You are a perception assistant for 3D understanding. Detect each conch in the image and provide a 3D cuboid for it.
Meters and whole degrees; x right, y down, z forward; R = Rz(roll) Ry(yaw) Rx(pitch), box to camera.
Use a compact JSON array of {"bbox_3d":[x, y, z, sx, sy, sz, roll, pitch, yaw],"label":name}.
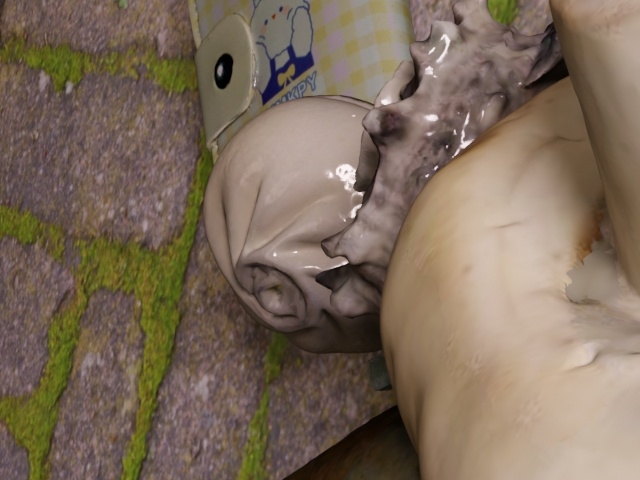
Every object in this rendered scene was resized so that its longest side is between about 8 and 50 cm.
[{"bbox_3d":[0.112,-0.058,0.878,0.313,0.240,0.186,-35,64,28],"label":"conch"}]

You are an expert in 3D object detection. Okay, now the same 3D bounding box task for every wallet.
[{"bbox_3d":[-0.012,-0.139,1.228,0.223,0.077,0.310,-31,56,42],"label":"wallet"}]

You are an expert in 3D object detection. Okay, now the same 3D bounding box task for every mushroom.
[{"bbox_3d":[0.164,0.040,0.651,0.325,0.353,0.353,-31,55,47],"label":"mushroom"}]

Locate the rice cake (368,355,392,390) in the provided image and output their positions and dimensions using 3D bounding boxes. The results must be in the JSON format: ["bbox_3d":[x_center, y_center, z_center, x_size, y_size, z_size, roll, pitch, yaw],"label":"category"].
[{"bbox_3d":[0.073,0.069,1.074,0.121,0.021,0.022,-30,66,46],"label":"rice cake"}]

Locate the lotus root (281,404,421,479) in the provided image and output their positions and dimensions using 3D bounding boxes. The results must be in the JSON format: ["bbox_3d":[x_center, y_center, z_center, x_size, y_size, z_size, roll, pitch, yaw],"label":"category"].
[{"bbox_3d":[0.045,0.230,0.886,0.346,0.250,0.250,-42,47,44],"label":"lotus root"}]

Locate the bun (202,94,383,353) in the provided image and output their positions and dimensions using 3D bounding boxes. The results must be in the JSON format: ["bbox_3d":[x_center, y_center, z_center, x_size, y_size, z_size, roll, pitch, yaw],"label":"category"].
[{"bbox_3d":[0.000,0.000,1.061,0.173,0.173,0.120,-33,9,45],"label":"bun"}]
